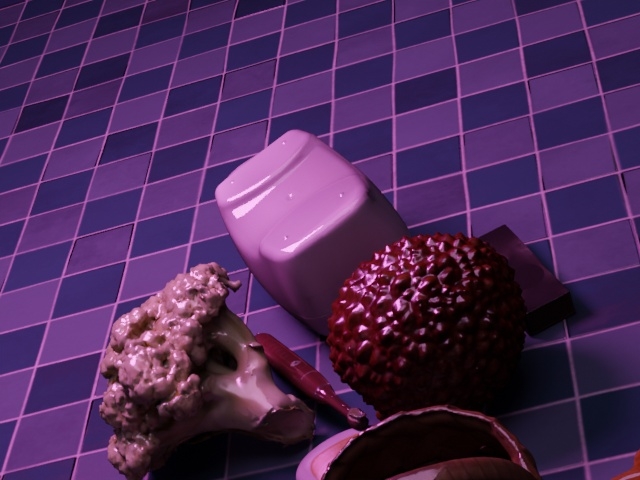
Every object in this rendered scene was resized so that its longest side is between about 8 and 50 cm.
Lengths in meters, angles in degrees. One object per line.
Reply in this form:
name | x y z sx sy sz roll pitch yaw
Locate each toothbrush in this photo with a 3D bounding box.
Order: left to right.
toothbrush | -0.018 0.200 2.097 0.041 0.041 0.364 -31 24 -14

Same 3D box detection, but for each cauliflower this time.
cauliflower | -0.179 0.187 2.053 0.281 0.260 0.327 6 80 40

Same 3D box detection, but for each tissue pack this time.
tissue pack | 0.000 0.000 2.260 0.229 0.236 0.333 -37 33 -5

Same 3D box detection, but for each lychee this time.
lychee | 0.140 0.124 1.975 0.300 0.264 0.264 -62 24 23

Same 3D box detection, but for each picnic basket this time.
picnic basket | 0.114 0.319 1.565 0.293 0.337 0.337 -21 32 5

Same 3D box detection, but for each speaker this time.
speaker | 0.287 0.056 2.162 0.082 0.044 0.218 -26 33 -5

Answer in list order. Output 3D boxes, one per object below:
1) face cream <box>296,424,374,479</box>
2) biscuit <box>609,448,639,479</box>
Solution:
face cream | 0.079 0.340 1.848 0.144 0.071 0.291 -26 33 -10
biscuit | 0.397 0.327 1.702 0.186 0.044 0.295 -2 38 26
